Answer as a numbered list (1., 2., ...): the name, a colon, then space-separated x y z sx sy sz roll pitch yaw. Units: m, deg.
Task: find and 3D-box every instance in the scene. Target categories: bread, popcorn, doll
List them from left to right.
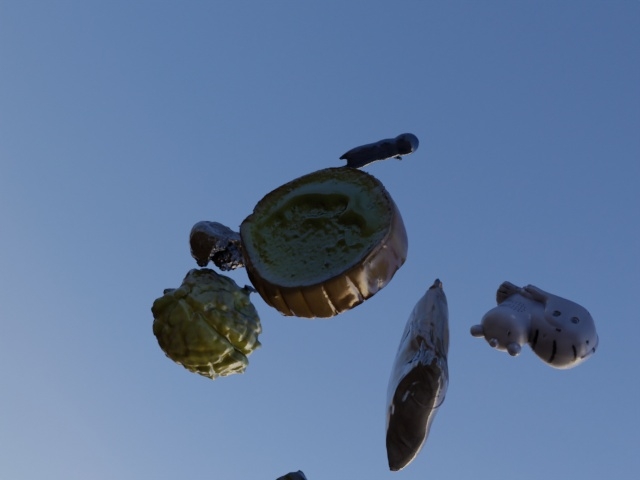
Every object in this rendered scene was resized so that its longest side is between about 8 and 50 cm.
1. popcorn: -0.160 0.120 1.421 0.173 0.173 0.142 35 -67 32
2. bread: -0.156 0.009 1.461 0.082 0.113 0.060 34 -75 39
3. bread: 0.000 0.000 1.297 0.236 0.236 0.070 24 -26 41
4. doll: 0.090 -0.135 1.483 0.027 0.125 0.037 57 19 -68

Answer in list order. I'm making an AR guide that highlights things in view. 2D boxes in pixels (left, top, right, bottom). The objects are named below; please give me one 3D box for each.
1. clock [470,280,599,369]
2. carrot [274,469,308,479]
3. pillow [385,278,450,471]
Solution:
1. clock: 0.324 0.140 1.454 0.176 0.117 0.080 23 -43 24
2. carrot: -0.021 0.357 1.211 0.173 0.082 0.082 43 -34 51
3. pillow: 0.139 0.183 1.369 0.067 0.270 0.173 21 -66 -2
